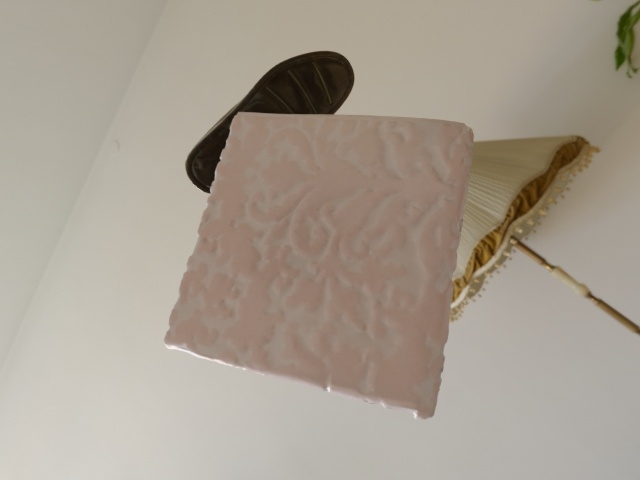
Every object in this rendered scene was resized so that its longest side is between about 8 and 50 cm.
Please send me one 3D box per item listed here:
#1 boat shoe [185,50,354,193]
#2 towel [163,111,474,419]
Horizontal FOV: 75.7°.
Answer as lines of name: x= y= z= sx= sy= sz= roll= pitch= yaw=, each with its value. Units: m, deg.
boat shoe: x=-0.089 y=-0.197 z=0.661 sx=0.307 sy=0.111 sz=0.104 roll=-35 pitch=21 yaw=-5
towel: x=0.000 y=0.000 z=0.490 sx=0.053 sy=0.316 sz=0.332 roll=54 pitch=-133 yaw=-65
